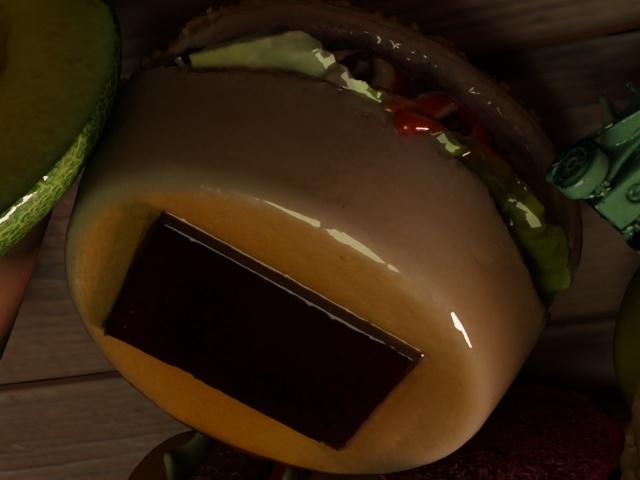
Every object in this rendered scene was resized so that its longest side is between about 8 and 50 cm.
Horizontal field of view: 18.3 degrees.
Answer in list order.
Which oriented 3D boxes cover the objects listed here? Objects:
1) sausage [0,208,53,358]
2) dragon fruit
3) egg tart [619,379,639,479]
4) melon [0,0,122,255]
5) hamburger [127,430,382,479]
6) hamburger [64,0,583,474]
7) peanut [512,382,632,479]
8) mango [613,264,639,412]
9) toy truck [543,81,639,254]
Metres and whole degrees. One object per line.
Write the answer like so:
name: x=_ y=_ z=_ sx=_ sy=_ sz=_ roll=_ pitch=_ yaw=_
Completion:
sausage: x=-0.240 y=-0.002 z=1.266 sx=0.123 sy=0.123 sz=0.253 roll=24 pitch=139 yaw=-3
dragon fruit: x=0.117 y=0.166 z=1.183 sx=0.153 sy=0.153 sz=0.111 roll=2 pitch=123 yaw=22
egg tart: x=0.367 y=0.172 z=1.016 sx=0.443 sy=0.178 sz=0.443 roll=13 pitch=146 yaw=9
melon: x=-0.200 y=-0.089 z=1.111 sx=0.265 sy=0.169 sz=0.129 roll=56 pitch=168 yaw=26
hamburger: x=0.002 y=0.240 z=1.315 sx=0.212 sy=0.274 sz=0.274 roll=-3 pitch=134 yaw=30
hamburger: x=0.000 y=0.000 z=1.126 sx=0.302 sy=0.170 sz=0.302 roll=16 pitch=142 yaw=13
peanut: x=0.162 y=0.142 z=1.270 sx=0.192 sy=0.089 sz=0.089 roll=9 pitch=138 yaw=15
mango: x=0.241 y=0.044 z=1.127 sx=0.137 sy=0.091 sz=0.237 roll=40 pitch=137 yaw=-11
toy truck: x=0.191 y=-0.069 z=1.033 sx=0.080 sy=0.078 sz=0.154 roll=36 pitch=108 yaw=-28
